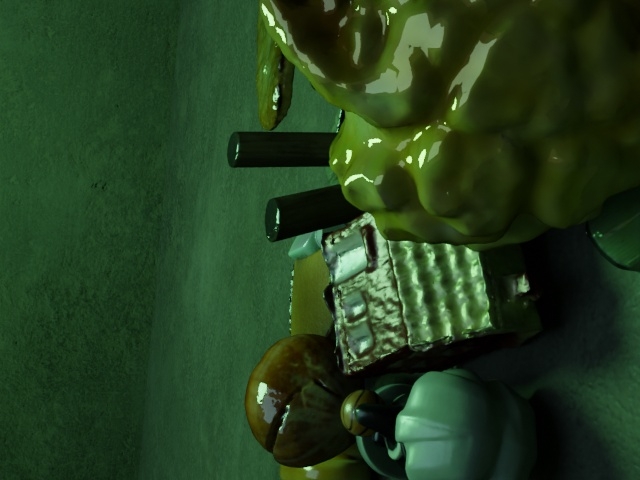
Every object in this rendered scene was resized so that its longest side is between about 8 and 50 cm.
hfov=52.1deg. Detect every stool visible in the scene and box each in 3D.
[{"bbox_3d":[0.025,-0.170,0.934,0.310,0.226,0.310,59,137,50],"label":"stool"}]

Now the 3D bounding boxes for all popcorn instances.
[{"bbox_3d":[0.125,-0.172,0.530,0.349,0.382,0.349,-39,18,15],"label":"popcorn"}]

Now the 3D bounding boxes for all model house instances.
[{"bbox_3d":[0.136,0.037,0.744,0.254,0.160,0.196,-33,57,50],"label":"model house"}]

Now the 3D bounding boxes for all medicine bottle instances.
[{"bbox_3d":[0.000,0.000,1.130,0.074,0.055,0.118,-59,15,-25],"label":"medicine bottle"}]

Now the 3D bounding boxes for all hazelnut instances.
[{"bbox_3d":[-0.011,0.225,0.900,0.182,0.182,0.182,-176,90,-65],"label":"hazelnut"}]

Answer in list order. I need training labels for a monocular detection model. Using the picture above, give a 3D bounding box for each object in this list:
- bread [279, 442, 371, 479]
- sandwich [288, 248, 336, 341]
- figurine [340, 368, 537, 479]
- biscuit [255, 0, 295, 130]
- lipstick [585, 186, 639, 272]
[{"bbox_3d":[0.006,0.400,1.008,0.173,0.121,0.311,-29,60,58],"label":"bread"},{"bbox_3d":[0.032,0.125,1.006,0.186,0.108,0.220,156,117,-63],"label":"sandwich"},{"bbox_3d":[0.126,0.212,0.727,0.236,0.176,0.133,152,134,-66],"label":"figurine"},{"bbox_3d":[-0.056,-0.261,0.830,0.118,0.029,0.247,165,107,-69],"label":"biscuit"},{"bbox_3d":[0.318,-0.081,0.470,0.304,0.076,0.076,124,141,-47],"label":"lipstick"}]
